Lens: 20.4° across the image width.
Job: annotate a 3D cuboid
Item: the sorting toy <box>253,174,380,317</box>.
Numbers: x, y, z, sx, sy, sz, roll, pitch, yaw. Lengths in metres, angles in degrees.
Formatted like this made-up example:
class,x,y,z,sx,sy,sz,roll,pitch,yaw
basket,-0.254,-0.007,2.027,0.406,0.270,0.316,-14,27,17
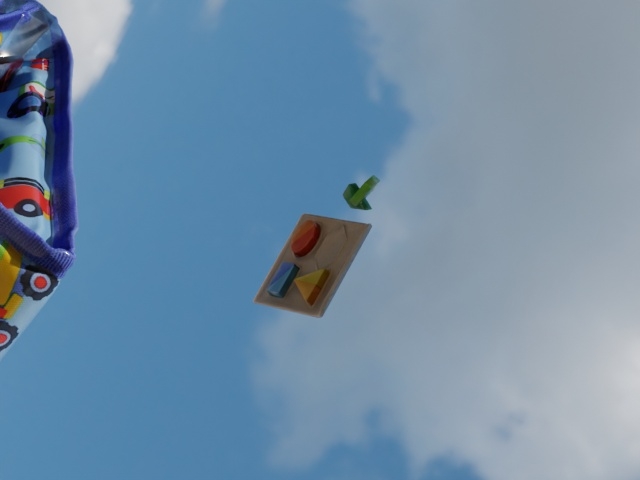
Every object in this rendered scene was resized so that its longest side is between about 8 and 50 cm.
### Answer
class,x,y,z,sx,sy,sz,roll,pitch,yaw
sorting toy,0.000,0.000,0.936,0.062,0.012,0.083,7,-117,51

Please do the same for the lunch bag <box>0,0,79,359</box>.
class,x,y,z,sx,sy,sz,roll,pitch,yaw
lunch bag,-0.216,-0.002,0.876,0.221,0.138,0.293,-48,-167,16
